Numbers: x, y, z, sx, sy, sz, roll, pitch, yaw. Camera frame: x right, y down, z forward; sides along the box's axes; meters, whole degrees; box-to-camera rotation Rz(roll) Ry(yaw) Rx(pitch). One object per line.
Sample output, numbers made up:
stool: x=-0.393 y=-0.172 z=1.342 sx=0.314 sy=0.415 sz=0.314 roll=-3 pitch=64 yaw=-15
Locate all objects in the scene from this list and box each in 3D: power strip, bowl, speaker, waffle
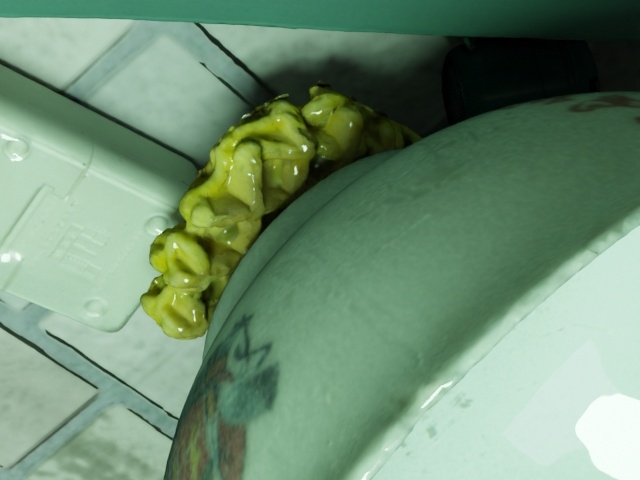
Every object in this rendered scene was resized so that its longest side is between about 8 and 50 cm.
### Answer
power strip: x=-0.189 y=-0.044 z=0.612 sx=0.338 sy=0.058 sz=0.098 roll=27 pitch=116 yaw=-27
bowl: x=0.069 y=0.080 z=0.592 sx=0.434 sy=0.196 sz=0.435 roll=-28 pitch=141 yaw=-26
speaker: x=0.098 y=-0.093 z=0.642 sx=0.075 sy=0.060 sz=0.095 roll=-11 pitch=93 yaw=-3
waffle: x=-0.002 y=-0.002 z=0.652 sx=0.149 sy=0.051 sz=0.194 roll=-54 pitch=144 yaw=9

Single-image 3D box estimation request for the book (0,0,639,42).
book: x=0.037 y=-0.212 z=0.527 sx=0.379 sy=0.031 sz=0.264 roll=1 pitch=118 yaw=-11
